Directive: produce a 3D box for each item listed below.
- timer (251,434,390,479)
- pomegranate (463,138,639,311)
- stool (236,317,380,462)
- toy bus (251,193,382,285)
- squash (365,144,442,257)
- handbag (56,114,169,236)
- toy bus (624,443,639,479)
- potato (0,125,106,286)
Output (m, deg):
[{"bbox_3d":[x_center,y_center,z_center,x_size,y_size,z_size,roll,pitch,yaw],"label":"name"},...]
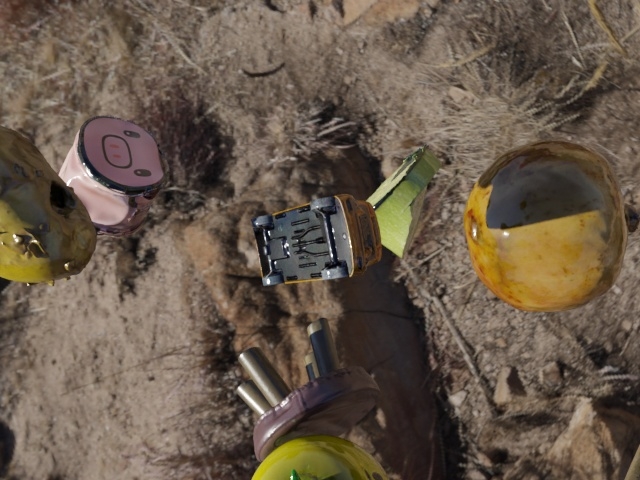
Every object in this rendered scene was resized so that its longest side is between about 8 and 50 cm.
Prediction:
[{"bbox_3d":[-0.012,0.445,1.134,0.285,0.285,0.285,3,96,32],"label":"timer"},{"bbox_3d":[0.320,-0.018,0.962,0.248,0.248,0.248,3,96,32],"label":"pomegranate"},{"bbox_3d":[-0.036,0.299,1.355,0.272,0.272,0.178,-48,59,26],"label":"stool"},{"bbox_3d":[0.000,0.000,0.741,0.194,0.088,0.083,-10,90,58],"label":"toy bus"},{"bbox_3d":[0.175,-0.082,1.374,0.133,0.220,0.220,37,114,2],"label":"squash"},{"bbox_3d":[-0.374,-0.116,1.238,0.116,0.179,0.205,-54,46,35],"label":"handbag"},{"bbox_3d":[0.363,0.235,0.621,0.157,0.289,0.139,-11,95,36],"label":"toy bus"},{"bbox_3d":[-0.380,-0.052,0.760,0.300,0.140,0.173,25,137,11],"label":"potato"}]
